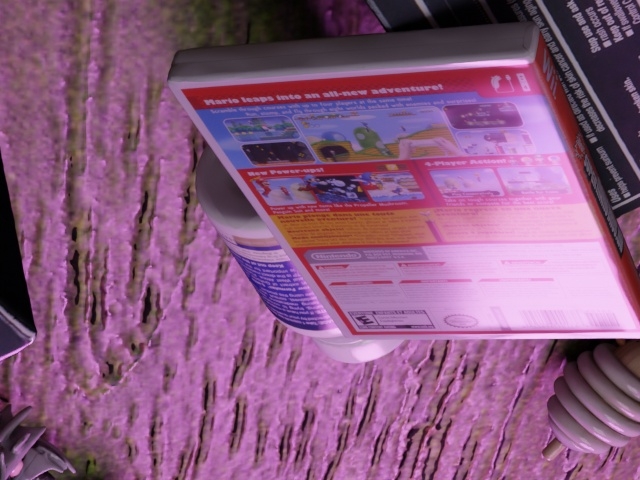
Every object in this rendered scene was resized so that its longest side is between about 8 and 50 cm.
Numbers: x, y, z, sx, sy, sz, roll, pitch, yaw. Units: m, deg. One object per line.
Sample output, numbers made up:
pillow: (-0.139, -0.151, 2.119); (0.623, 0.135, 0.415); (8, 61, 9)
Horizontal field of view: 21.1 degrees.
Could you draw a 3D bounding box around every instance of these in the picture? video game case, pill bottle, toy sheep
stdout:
video game case: (0.061, -0.021, 0.981); (0.204, 0.025, 0.285); (-1, 148, 23)
pill bottle: (0.000, 0.000, 1.162); (0.112, 0.112, 0.187); (-21, 138, 8)
toy sheep: (0.229, 0.132, 1.398); (0.091, 0.091, 0.132); (27, 106, -37)

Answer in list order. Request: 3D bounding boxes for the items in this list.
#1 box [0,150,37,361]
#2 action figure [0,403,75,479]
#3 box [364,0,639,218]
box: (-0.381, -0.007, 0.885); (0.395, 0.293, 0.212); (-31, 136, 11)
action figure: (-0.272, 0.238, 1.332); (0.185, 0.099, 0.285); (-39, 166, -35)
box: (0.179, -0.188, 0.951); (0.294, 0.183, 0.296); (-26, 138, 13)
